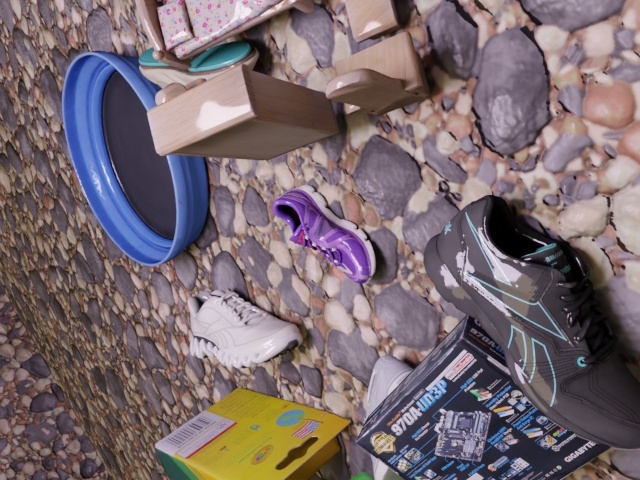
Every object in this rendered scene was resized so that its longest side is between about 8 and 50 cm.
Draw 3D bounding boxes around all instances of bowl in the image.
[{"bbox_3d":[-0.344,-0.145,0.988,0.391,0.077,0.391,23,125,37],"label":"bowl"}]

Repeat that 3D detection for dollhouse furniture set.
[{"bbox_3d":[-0.090,-0.273,0.537,0.303,0.174,0.355,-14,89,29],"label":"dollhouse furniture set"}]

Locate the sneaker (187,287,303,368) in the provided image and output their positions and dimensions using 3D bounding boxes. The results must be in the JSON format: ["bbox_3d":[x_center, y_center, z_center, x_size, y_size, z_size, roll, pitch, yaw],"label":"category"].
[{"bbox_3d":[-0.146,0.144,0.916,0.292,0.110,0.118,-5,97,47],"label":"sneaker"}]

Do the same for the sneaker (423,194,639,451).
[{"bbox_3d":[0.209,0.071,0.496,0.267,0.101,0.106,47,135,18],"label":"sneaker"}]

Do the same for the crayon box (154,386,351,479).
[{"bbox_3d":[-0.114,0.358,0.912,0.319,0.202,0.081,-4,107,48],"label":"crayon box"}]

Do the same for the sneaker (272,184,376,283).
[{"bbox_3d":[0.000,0.000,0.703,0.170,0.071,0.068,42,136,22],"label":"sneaker"}]

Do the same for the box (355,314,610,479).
[{"bbox_3d":[0.166,0.206,0.587,0.175,0.051,0.220,35,125,5],"label":"box"}]

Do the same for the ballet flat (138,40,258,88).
[{"bbox_3d":[-0.163,-0.233,0.759,0.248,0.086,0.086,20,124,41],"label":"ballet flat"}]

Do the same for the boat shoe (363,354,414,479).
[{"bbox_3d":[0.100,0.252,0.738,0.081,0.079,0.227,44,141,50],"label":"boat shoe"}]

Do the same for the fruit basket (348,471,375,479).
[{"bbox_3d":[0.006,0.565,0.746,0.283,0.392,0.392,21,124,39],"label":"fruit basket"}]
